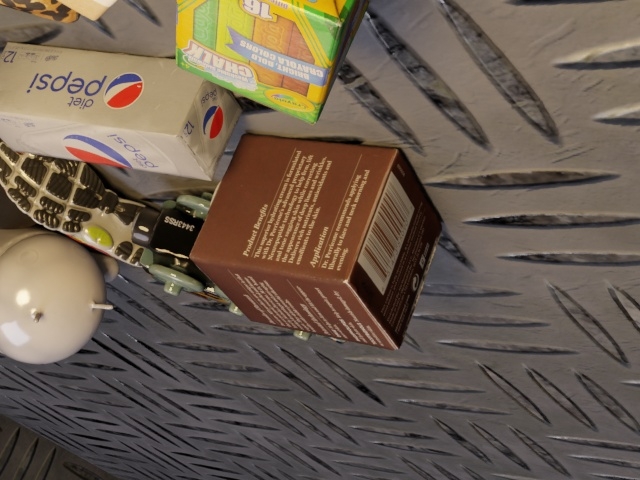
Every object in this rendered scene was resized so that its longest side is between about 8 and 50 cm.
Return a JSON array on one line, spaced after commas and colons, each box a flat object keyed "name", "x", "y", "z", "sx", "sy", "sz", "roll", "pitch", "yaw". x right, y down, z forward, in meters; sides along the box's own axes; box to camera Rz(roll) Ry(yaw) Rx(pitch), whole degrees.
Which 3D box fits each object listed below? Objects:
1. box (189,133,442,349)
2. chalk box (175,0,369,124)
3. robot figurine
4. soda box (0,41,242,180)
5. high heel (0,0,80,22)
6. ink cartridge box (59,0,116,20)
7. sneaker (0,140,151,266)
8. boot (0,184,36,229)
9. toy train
[{"name": "box", "x": 0.000, "y": 0.000, "z": 1.280, "sx": 0.203, "sy": 0.168, "sz": 0.167, "roll": 9, "pitch": 155, "yaw": 30}, {"name": "chalk box", "x": -0.034, "y": -0.192, "z": 0.926, "sx": 0.132, "sy": 0.132, "sz": 0.213, "roll": 22, "pitch": 158, "yaw": 2}, {"name": "robot figurine", "x": -0.465, "y": 0.074, "z": 1.785, "sx": 0.353, "sy": 0.300, "sz": 0.200, "roll": 16, "pitch": 122, "yaw": 49}, {"name": "soda box", "x": -0.237, "y": -0.144, "z": 1.268, "sx": 0.286, "sy": 0.098, "sz": 0.091, "roll": 9, "pitch": 155, "yaw": 27}, {"name": "high heel", "x": -0.366, "y": -0.256, "z": 1.126, "sx": 0.261, "sy": 0.093, "sz": 0.186, "roll": -9, "pitch": 137, "yaw": 36}, {"name": "ink cartridge box", "x": -0.100, "y": -0.270, "z": 0.731, "sx": 0.088, "sy": 0.193, "sz": 0.234, "roll": 32, "pitch": 156, "yaw": -22}, {"name": "sneaker", "x": -0.341, "y": -0.044, "z": 1.588, "sx": 0.279, "sy": 0.107, "sz": 0.118, "roll": 38, "pitch": 162, "yaw": -29}, {"name": "boot", "x": -0.531, "y": -0.103, "z": 1.656, "sx": 0.305, "sy": 0.115, "sz": 0.112, "roll": 20, "pitch": 127, "yaw": -38}, {"name": "toy train", "x": -0.086, "y": 0.041, "z": 1.516, "sx": 0.333, "sy": 0.142, "sz": 0.190, "roll": 19, "pitch": 170, "yaw": 2}]
